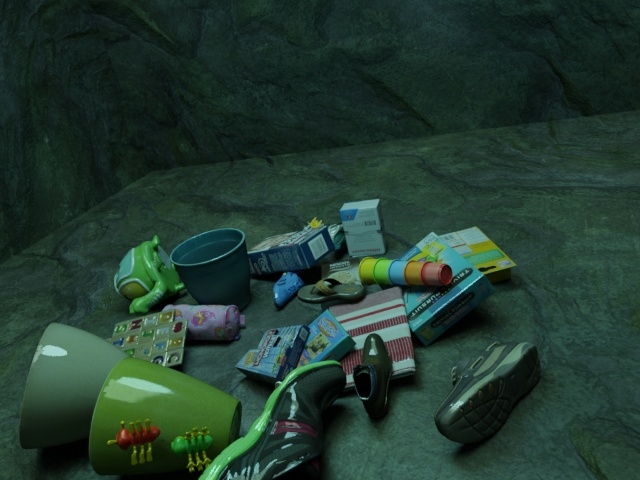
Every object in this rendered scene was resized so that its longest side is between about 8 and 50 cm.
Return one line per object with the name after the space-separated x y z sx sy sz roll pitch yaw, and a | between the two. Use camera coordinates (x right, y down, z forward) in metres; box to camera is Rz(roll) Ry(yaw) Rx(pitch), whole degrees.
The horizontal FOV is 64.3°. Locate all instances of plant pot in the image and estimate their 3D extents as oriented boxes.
-0.349 0.436 1.231 0.293 0.275 0.275 6 27 4 | plant pot
-0.370 0.129 1.852 0.271 0.255 0.271 -12 25 6 | plant pot

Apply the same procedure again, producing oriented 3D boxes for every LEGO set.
0.000 0.000 2.162 0.132 0.107 0.287 -44 23 19 | LEGO set

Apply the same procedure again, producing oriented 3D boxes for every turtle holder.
-0.678 0.164 2.018 0.227 0.243 0.320 -29 65 2 | turtle holder

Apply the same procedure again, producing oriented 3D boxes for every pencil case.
-0.405 0.276 1.730 0.284 0.124 0.124 -4 27 21 | pencil case

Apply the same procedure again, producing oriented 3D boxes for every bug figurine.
-0.337 0.507 1.090 0.216 0.279 0.072 -1 0 -18 | bug figurine

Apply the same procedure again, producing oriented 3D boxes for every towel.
0.140 0.276 1.451 0.237 0.037 0.329 -19 33 13 | towel

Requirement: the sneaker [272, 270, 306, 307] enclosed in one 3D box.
-0.111 0.168 1.852 0.082 0.069 0.209 -9 24 22 | sneaker

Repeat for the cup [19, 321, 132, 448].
-0.645 0.404 1.406 0.237 0.331 0.331 9 21 -14 | cup

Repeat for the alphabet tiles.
-0.589 0.359 1.636 0.342 0.011 0.285 -15 44 11 | alphabet tiles

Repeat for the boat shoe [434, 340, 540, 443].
0.376 0.346 1.193 0.355 0.132 0.130 -21 15 -35 | boat shoe

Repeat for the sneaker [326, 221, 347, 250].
0.081 -0.019 2.111 0.107 0.110 0.275 -10 5 23 | sneaker

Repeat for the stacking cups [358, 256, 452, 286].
0.257 0.092 1.551 0.096 0.096 0.316 -34 18 -37 | stacking cups

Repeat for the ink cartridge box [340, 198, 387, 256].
0.173 -0.048 2.006 0.148 0.203 0.086 -5 24 17 | ink cartridge box

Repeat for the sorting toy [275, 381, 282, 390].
-0.089 0.406 1.338 0.083 0.075 0.045 7 32 36 | sorting toy

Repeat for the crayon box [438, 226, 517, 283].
0.500 0.071 1.729 0.203 0.083 0.323 -15 24 -1 | crayon box

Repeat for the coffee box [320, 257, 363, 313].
0.077 0.168 1.722 0.141 0.098 0.246 -12 26 6 | coffee box

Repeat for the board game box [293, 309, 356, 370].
-0.018 0.311 1.448 0.210 0.047 0.160 -41 29 -3 | board game box

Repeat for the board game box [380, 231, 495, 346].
0.336 0.135 1.570 0.254 0.079 0.336 -40 25 4 | board game box

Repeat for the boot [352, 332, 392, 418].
0.129 0.318 1.268 0.082 0.106 0.219 -12 53 17 | boot

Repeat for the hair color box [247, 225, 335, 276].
-0.133 0.044 1.983 0.347 0.105 0.174 -11 17 43 | hair color box

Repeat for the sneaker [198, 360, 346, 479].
-0.066 0.466 1.136 0.202 0.185 0.483 22 42 24 | sneaker

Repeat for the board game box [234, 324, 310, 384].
-0.146 0.327 1.462 0.194 0.060 0.194 -15 38 37 | board game box

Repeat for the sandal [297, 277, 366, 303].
0.032 0.151 1.596 0.219 0.060 0.090 -3 30 23 | sandal
